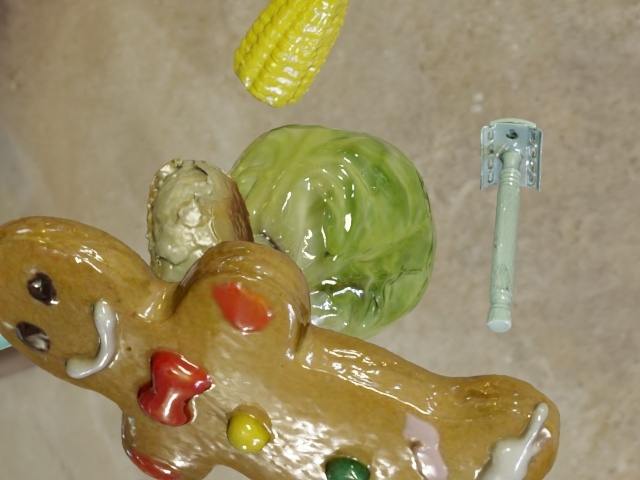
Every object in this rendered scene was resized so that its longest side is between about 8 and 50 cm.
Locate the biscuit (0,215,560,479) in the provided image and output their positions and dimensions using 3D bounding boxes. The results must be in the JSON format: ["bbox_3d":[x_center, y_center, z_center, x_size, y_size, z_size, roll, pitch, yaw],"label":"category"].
[{"bbox_3d":[-0.064,0.118,1.061,0.432,0.064,0.283,27,136,-5],"label":"biscuit"}]

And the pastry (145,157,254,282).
[{"bbox_3d":[-0.094,0.008,1.176,0.081,0.153,0.153,-15,93,13],"label":"pastry"}]

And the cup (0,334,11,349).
[{"bbox_3d":[-0.428,0.076,1.683,0.134,0.236,0.148,-98,-13,-46],"label":"cup"}]

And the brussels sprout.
[{"bbox_3d":[0.000,0.000,1.409,0.244,0.244,0.244,21,119,44],"label":"brussels sprout"}]

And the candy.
[{"bbox_3d":[-0.024,-0.251,1.694,0.094,0.106,0.199,53,132,20],"label":"candy"}]

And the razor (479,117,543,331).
[{"bbox_3d":[0.192,-0.008,1.518,0.068,0.232,0.106,4,143,10],"label":"razor"}]
